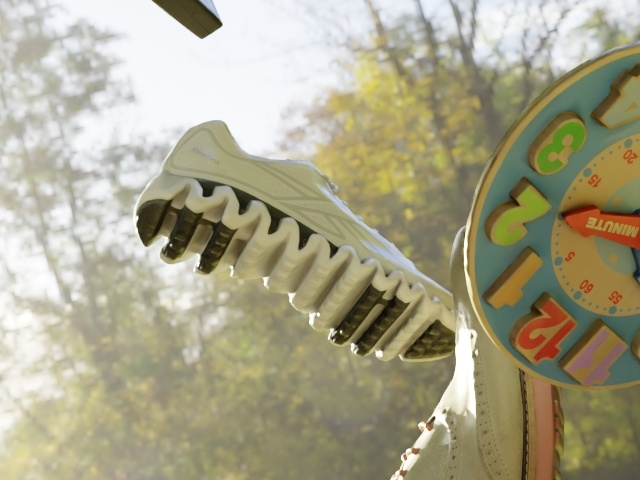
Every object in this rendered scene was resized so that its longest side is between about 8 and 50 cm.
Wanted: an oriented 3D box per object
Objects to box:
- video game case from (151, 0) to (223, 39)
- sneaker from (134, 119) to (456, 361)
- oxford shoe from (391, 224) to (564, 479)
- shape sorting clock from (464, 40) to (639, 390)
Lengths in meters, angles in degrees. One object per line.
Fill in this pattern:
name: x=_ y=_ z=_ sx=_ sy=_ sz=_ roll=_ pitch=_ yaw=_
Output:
video game case: x=-0.205 y=-0.342 z=1.353 sx=0.035 sy=0.248 sz=0.275 roll=-31 pitch=-27 yaw=14
sneaker: x=0.000 y=0.000 z=1.169 sx=0.292 sy=0.118 sz=0.110 roll=29 pitch=-39 yaw=-12
oxford shoe: x=0.093 y=0.167 z=0.984 sx=0.146 sy=0.397 sz=0.140 roll=-3 pitch=-20 yaw=12
shape sorting clock: x=0.174 y=-0.009 z=0.783 sx=0.206 sy=0.206 sz=0.040 roll=-14 pitch=31 yaw=-12
